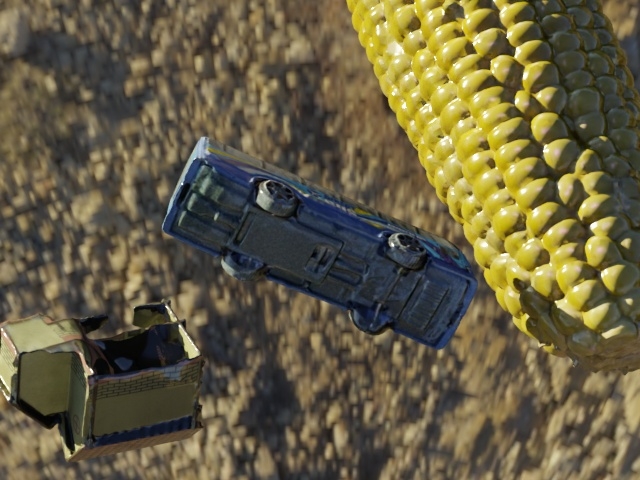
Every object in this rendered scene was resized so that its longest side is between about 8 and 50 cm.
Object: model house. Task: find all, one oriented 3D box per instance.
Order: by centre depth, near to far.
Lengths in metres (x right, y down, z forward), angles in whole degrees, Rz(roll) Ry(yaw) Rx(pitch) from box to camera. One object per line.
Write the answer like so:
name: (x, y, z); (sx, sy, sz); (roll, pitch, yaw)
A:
model house: (-0.098, 0.066, 0.866); (0.083, 0.058, 0.057); (-11, 38, -25)

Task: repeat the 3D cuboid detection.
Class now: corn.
corn: (0.101, -0.087, 1.069); (0.130, 0.130, 0.347); (-19, 67, -7)

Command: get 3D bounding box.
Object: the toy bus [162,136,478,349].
toy bus: (0.000, 0.000, 0.968); (0.153, 0.061, 0.051); (23, 112, -12)
